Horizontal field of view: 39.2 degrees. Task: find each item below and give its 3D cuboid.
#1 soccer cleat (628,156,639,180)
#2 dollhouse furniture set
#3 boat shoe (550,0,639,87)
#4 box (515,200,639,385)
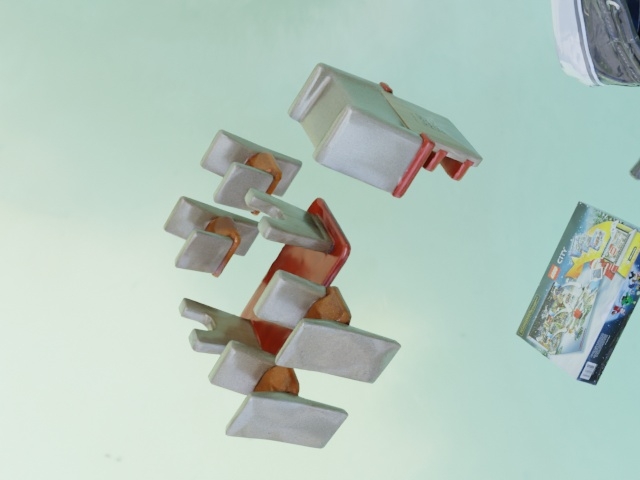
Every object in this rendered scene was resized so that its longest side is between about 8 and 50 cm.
[{"bbox_3d":[0.264,-0.032,0.437,0.116,0.331,0.143,38,105,-16],"label":"soccer cleat"},{"bbox_3d":[0.000,0.000,0.739,0.135,0.262,0.259,18,118,-32],"label":"dollhouse furniture set"},{"bbox_3d":[0.154,-0.177,0.456,0.076,0.080,0.228,24,139,44],"label":"boat shoe"},{"bbox_3d":[0.396,0.074,1.332,0.044,0.159,0.233,18,102,-26],"label":"box"}]
